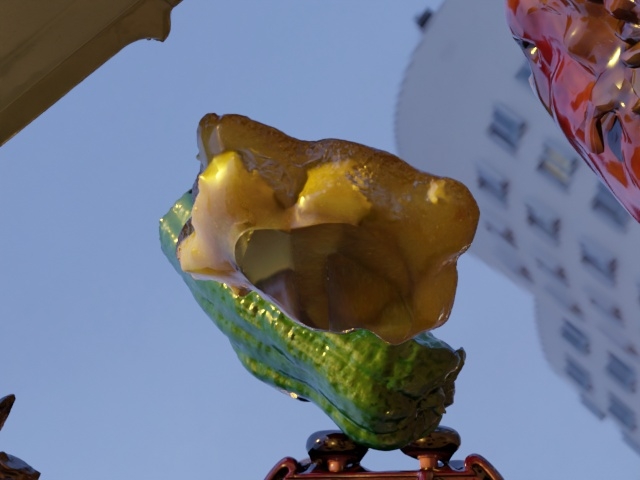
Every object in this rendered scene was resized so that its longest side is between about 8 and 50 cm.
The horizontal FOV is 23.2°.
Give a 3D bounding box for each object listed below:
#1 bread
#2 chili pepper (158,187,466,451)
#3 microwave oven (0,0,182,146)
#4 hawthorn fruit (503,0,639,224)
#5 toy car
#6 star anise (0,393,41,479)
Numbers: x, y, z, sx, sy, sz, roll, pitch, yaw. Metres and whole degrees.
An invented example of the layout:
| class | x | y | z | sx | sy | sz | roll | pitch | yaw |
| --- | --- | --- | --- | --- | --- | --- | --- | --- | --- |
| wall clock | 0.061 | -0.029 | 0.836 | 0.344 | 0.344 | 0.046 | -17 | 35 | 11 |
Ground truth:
| class | x | y | z | sx | sy | sz | roll | pitch | yaw |
| --- | --- | --- | --- | --- | --- | --- | --- | --- | --- |
| bread | 0.000 | 0.000 | 1.210 | 0.233 | 0.088 | 0.161 | 11 | -46 | 2 |
| chili pepper | -0.013 | 0.088 | 1.743 | 0.167 | 0.385 | 0.213 | -55 | -24 | 10 |
| microwave oven | -0.275 | -0.252 | 1.206 | 0.355 | 0.218 | 0.286 | -34 | -57 | 26 |
| hawthorn fruit | 0.233 | -0.129 | 0.632 | 0.325 | 0.308 | 0.308 | -41 | -40 | -24 |
| toy car | 0.084 | 0.374 | 1.918 | 0.240 | 0.340 | 0.271 | 51 | -140 | -70 |
| star anise | -0.402 | 0.215 | 1.705 | 0.053 | 0.212 | 0.157 | 84 | -162 | -81 |
